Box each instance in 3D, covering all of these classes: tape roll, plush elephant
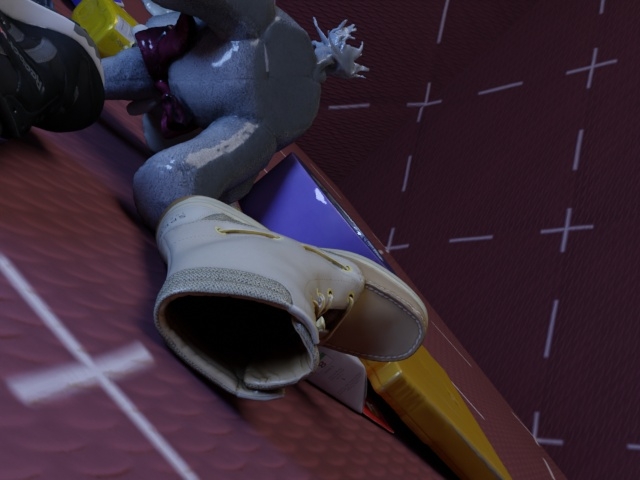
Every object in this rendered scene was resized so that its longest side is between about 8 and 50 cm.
[{"bbox_3d":[0.000,0.000,0.945,0.189,0.080,0.189,49,4,-5],"label":"tape roll"},{"bbox_3d":[-0.142,-0.179,0.914,0.330,0.255,0.272,-23,113,-50],"label":"plush elephant"}]

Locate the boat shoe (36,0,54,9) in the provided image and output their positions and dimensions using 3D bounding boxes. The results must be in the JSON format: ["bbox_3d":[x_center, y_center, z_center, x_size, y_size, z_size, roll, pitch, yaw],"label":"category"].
[{"bbox_3d":[-0.343,-0.284,0.935,0.183,0.065,0.083,57,1,43],"label":"boat shoe"}]

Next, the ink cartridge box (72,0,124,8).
[{"bbox_3d":[-0.419,-0.462,1.406,0.206,0.045,0.208,55,7,-7],"label":"ink cartridge box"}]

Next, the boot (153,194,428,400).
[{"bbox_3d":[-0.011,0.064,0.696,0.262,0.095,0.203,27,13,-17],"label":"boot"}]

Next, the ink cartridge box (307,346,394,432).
[{"bbox_3d":[0.004,0.102,0.955,0.224,0.056,0.181,39,11,-46],"label":"ink cartridge box"}]

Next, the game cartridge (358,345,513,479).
[{"bbox_3d":[0.118,0.179,1.139,0.324,0.052,0.285,46,8,-31],"label":"game cartridge"}]

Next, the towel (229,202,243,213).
[{"bbox_3d":[-0.127,-0.055,1.200,0.083,0.009,0.060,53,8,35],"label":"towel"}]

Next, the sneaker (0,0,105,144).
[{"bbox_3d":[-0.226,-0.103,0.571,0.283,0.107,0.124,51,28,-73],"label":"sneaker"}]

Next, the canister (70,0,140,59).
[{"bbox_3d":[-0.272,-0.272,1.260,0.170,0.073,0.126,39,12,-46],"label":"canister"}]

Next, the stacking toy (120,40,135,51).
[{"bbox_3d":[-0.167,-0.176,1.164,0.167,0.052,0.221,61,19,6],"label":"stacking toy"}]
